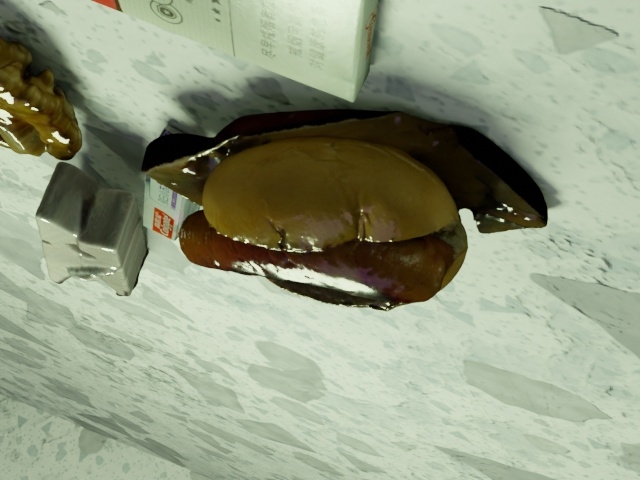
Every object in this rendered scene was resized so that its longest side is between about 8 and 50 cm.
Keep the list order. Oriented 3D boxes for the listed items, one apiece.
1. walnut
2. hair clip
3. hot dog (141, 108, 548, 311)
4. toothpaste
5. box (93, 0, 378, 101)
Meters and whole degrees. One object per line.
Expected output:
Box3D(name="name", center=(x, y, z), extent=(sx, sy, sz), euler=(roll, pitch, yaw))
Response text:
Box3D(name="walnut", center=(-0.284, -0.132, 1.013), extent=(0.142, 0.069, 0.170), euler=(15, 163, 20))
Box3D(name="hair clip", center=(-0.239, -0.004, 1.205), extent=(0.101, 0.085, 0.331), euler=(24, 165, -3))
Box3D(name="hot dog", center=(-0.002, -0.003, 0.887), extent=(0.326, 0.107, 0.194), euler=(-8, 142, 45))
Box3D(name="toothpaste", center=(-0.140, -0.049, 1.092), extent=(0.047, 0.040, 0.196), euler=(28, 160, -1))
Box3D(name="box", center=(-0.081, -0.173, 0.723), extent=(0.245, 0.035, 0.139), euler=(23, 160, 9))
